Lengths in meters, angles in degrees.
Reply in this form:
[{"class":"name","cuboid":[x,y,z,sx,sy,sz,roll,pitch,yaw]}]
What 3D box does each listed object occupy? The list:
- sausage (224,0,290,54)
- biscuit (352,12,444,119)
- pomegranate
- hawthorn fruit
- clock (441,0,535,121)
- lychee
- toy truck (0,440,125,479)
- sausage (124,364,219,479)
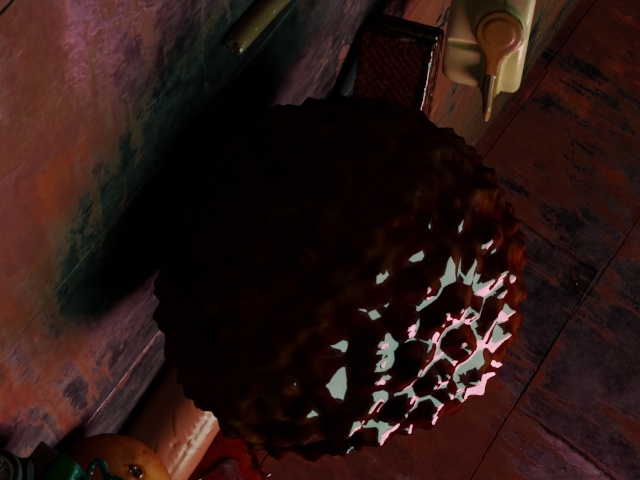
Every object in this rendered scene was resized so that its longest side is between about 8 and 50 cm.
[{"class":"sausage","cuboid":[-0.056,-0.230,1.342,0.116,0.026,0.026,-51,170,-26]},{"class":"biscuit","cuboid":[0.102,-0.193,1.882,0.070,0.106,0.252,-55,159,-50]},{"class":"pomegranate","cuboid":[-0.281,0.351,1.753,0.191,0.191,0.191,-54,171,-12]},{"class":"hawthorn fruit","cuboid":[-0.226,0.450,2.234,0.307,0.265,0.265,-37,171,0]},{"class":"clock","cuboid":[0.248,-0.348,1.886,0.286,0.117,0.348,-3,103,-83]},{"class":"lychee","cuboid":[0.037,0.027,1.523,0.500,0.425,0.424,-47,168,-28]},{"class":"toy truck","cuboid":[-0.360,0.372,1.428,0.363,0.178,0.176,-50,170,-17]},{"class":"sausage","cuboid":[-0.202,0.256,2.027,0.304,0.121,0.121,-57,171,3]}]
